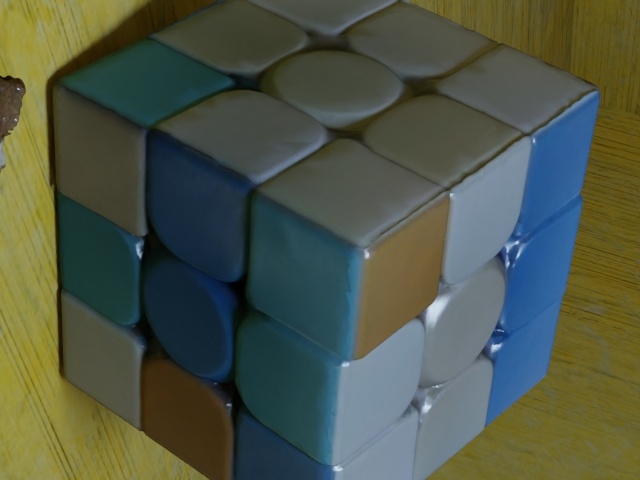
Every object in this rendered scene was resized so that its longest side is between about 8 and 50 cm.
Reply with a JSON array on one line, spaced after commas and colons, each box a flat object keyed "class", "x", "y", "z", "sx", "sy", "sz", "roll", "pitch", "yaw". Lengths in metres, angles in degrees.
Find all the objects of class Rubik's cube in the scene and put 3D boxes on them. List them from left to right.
[{"class": "Rubik's cube", "x": 0.000, "y": 0.000, "z": 1.470, "sx": 0.347, "sy": 0.346, "sz": 0.344, "roll": -33, "pitch": 140, "yaw": -38}]

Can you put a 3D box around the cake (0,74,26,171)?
[{"class": "cake", "x": -0.281, "y": -0.056, "z": 1.034, "sx": 0.147, "sy": 0.135, "sz": 0.134, "roll": -69, "pitch": 164, "yaw": 7}]
